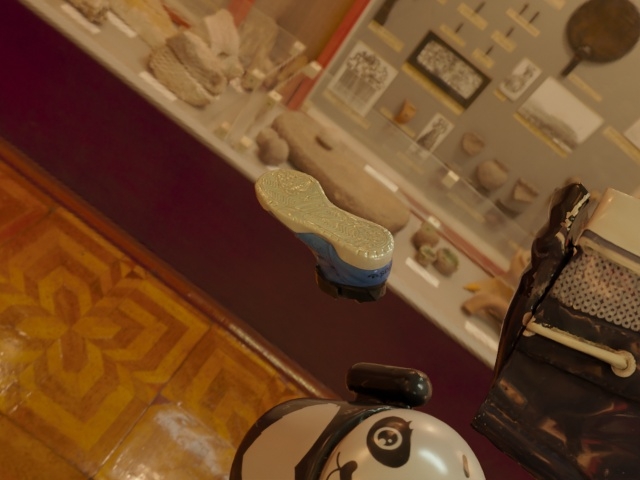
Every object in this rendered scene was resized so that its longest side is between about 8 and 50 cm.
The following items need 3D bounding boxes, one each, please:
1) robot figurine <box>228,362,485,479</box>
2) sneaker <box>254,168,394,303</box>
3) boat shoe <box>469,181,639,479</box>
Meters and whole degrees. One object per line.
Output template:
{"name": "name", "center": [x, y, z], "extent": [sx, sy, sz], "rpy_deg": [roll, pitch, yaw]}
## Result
{"name": "robot figurine", "center": [0.021, 0.233, 0.600], "extent": [0.174, 0.278, 0.209], "rpy_deg": [-9, 88, -35]}
{"name": "sneaker", "center": [-0.001, 0.001, 0.586], "extent": [0.152, 0.084, 0.058], "rpy_deg": [32, 53, 27]}
{"name": "boat shoe", "center": [0.242, 0.113, 0.326], "extent": [0.341, 0.158, 0.127], "rpy_deg": [31, 6, 24]}
